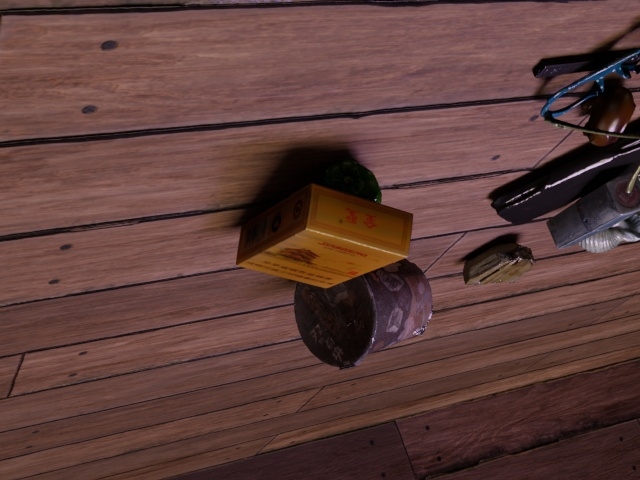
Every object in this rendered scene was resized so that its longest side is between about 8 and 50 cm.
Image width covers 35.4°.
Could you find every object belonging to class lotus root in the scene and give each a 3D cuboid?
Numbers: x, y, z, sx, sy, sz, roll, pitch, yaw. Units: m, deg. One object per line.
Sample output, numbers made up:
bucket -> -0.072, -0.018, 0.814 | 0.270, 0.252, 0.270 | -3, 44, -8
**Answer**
lotus root -> 0.403, 0.042, 2.212 | 0.143, 0.070, 0.144 | 2, 155, -33

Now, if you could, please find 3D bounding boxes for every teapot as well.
teapot -> 0.463, -0.206, 1.643 | 0.098, 0.078, 0.129 | -61, 172, -14

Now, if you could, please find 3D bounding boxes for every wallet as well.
wallet -> 0.508, -0.124, 1.914 | 0.378, 0.051, 0.197 | -27, 161, 20

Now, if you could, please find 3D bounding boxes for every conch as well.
conch -> 0.617, -0.039, 2.154 | 0.153, 0.102, 0.135 | -19, 150, 6

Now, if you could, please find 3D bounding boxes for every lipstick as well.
lipstick -> 0.535, -0.051, 1.966 | 0.078, 0.076, 0.289 | -21, 170, -15

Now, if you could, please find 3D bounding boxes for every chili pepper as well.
chili pepper -> 0.046, -0.063, 1.611 | 0.099, 0.083, 0.253 | -14, 164, -8

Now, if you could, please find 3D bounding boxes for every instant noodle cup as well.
instant noodle cup -> 0.092, 0.127, 1.962 | 0.207, 0.217, 0.217 | -8, 157, -46

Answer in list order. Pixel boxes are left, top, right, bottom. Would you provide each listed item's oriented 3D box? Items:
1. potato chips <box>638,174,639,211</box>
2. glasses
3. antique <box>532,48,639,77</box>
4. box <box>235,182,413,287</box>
potato chips -> 0.849, -0.132, 2.091 | 0.389, 0.097, 0.373 | -6, 179, -38
glasses -> 0.474, -0.193, 1.540 | 0.239, 0.206, 0.102 | -24, -162, 24
antique -> 0.406, -0.267, 1.508 | 0.192, 0.015, 0.031 | -11, 159, -23
box -> 0.000, 0.000, 1.560 | 0.174, 0.076, 0.274 | 14, 162, -23
